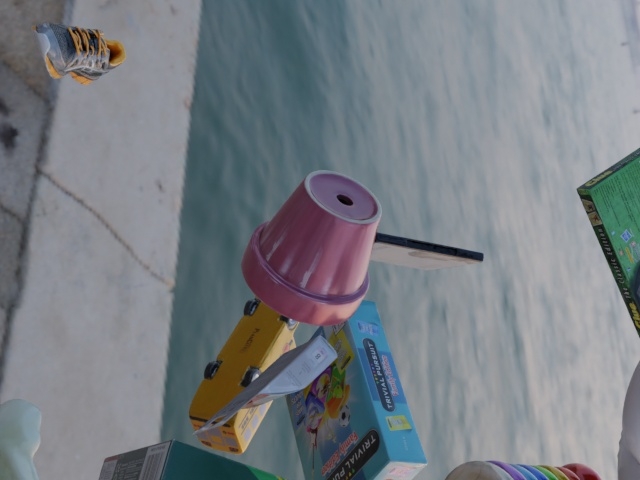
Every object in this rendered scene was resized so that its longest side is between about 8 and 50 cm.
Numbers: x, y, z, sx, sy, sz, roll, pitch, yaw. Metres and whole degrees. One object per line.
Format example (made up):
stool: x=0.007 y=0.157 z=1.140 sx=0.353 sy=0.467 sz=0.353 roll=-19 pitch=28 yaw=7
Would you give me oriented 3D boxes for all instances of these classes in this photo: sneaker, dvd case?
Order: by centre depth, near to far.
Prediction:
sneaker: x=-0.363 y=-0.290 z=1.503 sx=0.215 sy=0.083 sz=0.084 roll=-24 pitch=95 yaw=-80
dvd case: x=0.159 y=0.023 z=1.913 sx=0.253 sy=0.180 sz=0.022 roll=11 pitch=79 yaw=-30

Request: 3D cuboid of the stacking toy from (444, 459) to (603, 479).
stacking toy: x=0.319 y=0.379 z=1.467 sx=0.330 sy=0.141 sz=0.141 roll=4 pitch=75 yaw=-47

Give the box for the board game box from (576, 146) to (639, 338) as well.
board game box: x=0.414 y=0.019 z=1.215 sx=0.260 sy=0.136 sz=0.030 roll=64 pitch=-16 yaw=-14

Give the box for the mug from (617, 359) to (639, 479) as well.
mug: x=0.556 y=0.249 z=1.432 sx=0.374 sy=0.276 sz=0.328 roll=31 pitch=86 yaw=-38

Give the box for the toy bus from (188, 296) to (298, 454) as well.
toy bus: x=-0.137 y=0.255 z=2.012 sx=0.333 sy=0.108 sz=0.130 roll=-59 pitch=145 yaw=-41

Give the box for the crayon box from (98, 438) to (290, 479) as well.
crayon box: x=-0.175 y=0.436 z=1.647 sx=0.313 sy=0.363 sz=0.106 roll=24 pitch=65 yaw=-21

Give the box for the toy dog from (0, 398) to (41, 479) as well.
toy dog: x=-0.494 y=0.271 z=0.987 sx=0.408 sy=0.395 sz=0.285 roll=42 pitch=14 yaw=-49

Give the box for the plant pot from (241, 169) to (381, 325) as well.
plant pot: x=0.000 y=0.000 z=1.540 sx=0.201 sy=0.201 sz=0.180 roll=-67 pitch=-177 yaw=-58

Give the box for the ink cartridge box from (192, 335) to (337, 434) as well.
ink cartridge box: x=-0.095 y=0.266 z=1.711 sx=0.066 sy=0.189 sz=0.232 roll=47 pitch=63 yaw=-4

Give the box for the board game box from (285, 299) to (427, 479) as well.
board game box: x=0.047 y=0.310 z=1.761 sx=0.079 sy=0.254 sz=0.336 roll=10 pitch=43 yaw=-28
